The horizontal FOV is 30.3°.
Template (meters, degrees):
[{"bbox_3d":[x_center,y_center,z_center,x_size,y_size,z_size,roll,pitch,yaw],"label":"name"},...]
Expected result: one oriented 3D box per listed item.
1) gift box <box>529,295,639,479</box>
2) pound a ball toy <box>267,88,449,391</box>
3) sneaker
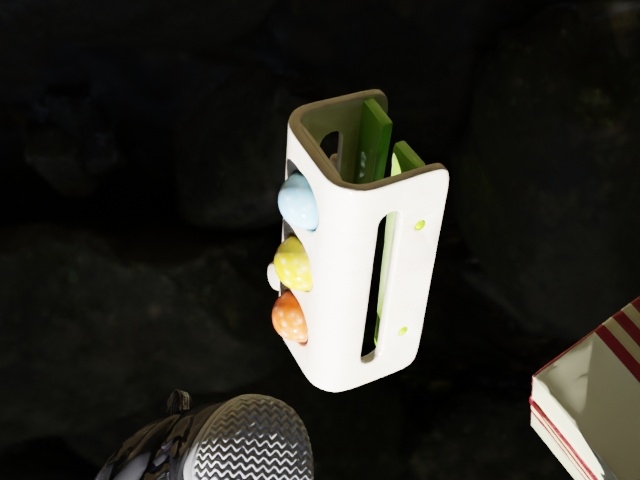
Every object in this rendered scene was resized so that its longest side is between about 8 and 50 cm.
[{"bbox_3d":[0.388,0.183,1.173,0.276,0.258,0.255,-36,158,0],"label":"gift box"},{"bbox_3d":[0.000,0.000,1.161,0.136,0.208,0.319,-17,139,-21],"label":"pound a ball toy"},{"bbox_3d":[-0.095,0.232,0.806,0.101,0.268,0.153,19,169,-35],"label":"sneaker"}]
